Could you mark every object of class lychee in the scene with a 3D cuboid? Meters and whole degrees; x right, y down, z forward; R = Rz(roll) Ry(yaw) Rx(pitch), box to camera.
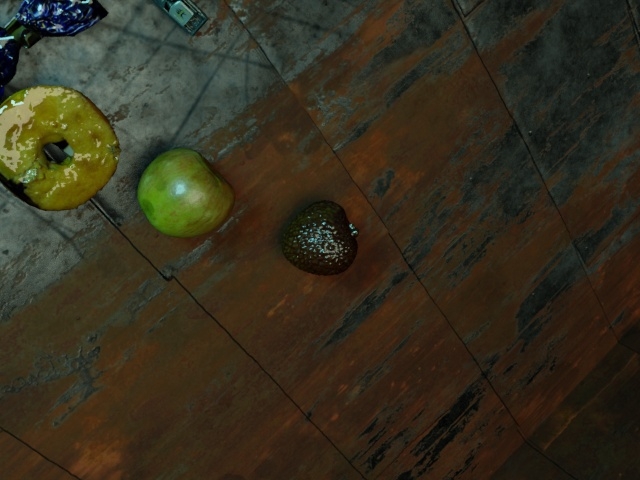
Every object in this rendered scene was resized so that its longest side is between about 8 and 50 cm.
[{"bbox_3d":[0.006,0.002,1.571,0.195,0.194,0.194,-10,112,-25],"label":"lychee"}]

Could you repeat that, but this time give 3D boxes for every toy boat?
[{"bbox_3d":[-0.298,-0.485,1.307,0.055,0.060,0.141,-41,119,19],"label":"toy boat"}]

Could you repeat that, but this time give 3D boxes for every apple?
[{"bbox_3d":[-0.291,-0.096,1.372,0.196,0.196,0.195,-10,112,-25],"label":"apple"}]

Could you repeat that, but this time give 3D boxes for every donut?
[{"bbox_3d":[-0.519,-0.182,1.242,0.254,0.118,0.253,-21,129,-28],"label":"donut"}]

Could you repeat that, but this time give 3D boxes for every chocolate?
[{"bbox_3d":[-0.552,-0.361,1.164,0.343,0.148,0.126,-45,122,-10],"label":"chocolate"}]
